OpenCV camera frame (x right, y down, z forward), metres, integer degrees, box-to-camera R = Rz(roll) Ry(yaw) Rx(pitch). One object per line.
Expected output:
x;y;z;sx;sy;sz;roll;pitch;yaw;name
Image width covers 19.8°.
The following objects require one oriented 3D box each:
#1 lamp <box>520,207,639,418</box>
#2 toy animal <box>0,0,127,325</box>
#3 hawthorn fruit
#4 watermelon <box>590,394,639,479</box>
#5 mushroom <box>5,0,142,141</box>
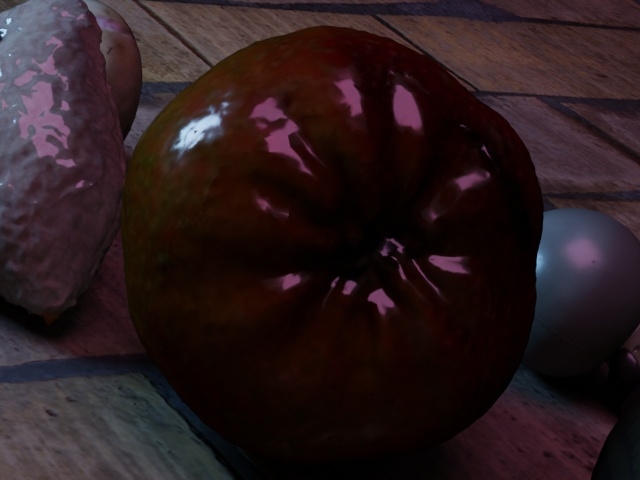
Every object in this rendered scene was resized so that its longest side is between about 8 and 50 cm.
0.288;0.077;1.935;0.244;0.198;0.198;44;28;5;lamp
-0.307;-0.073;1.819;0.226;0.188;0.358;-12;57;2;toy animal
0.000;0.000;1.680;0.402;0.403;0.403;14;24;-6;hawthorn fruit
0.354;0.236;1.482;0.278;0.279;0.359;19;20;6;watermelon
-0.305;-0.165;2.036;0.184;0.255;0.255;43;5;-37;mushroom
